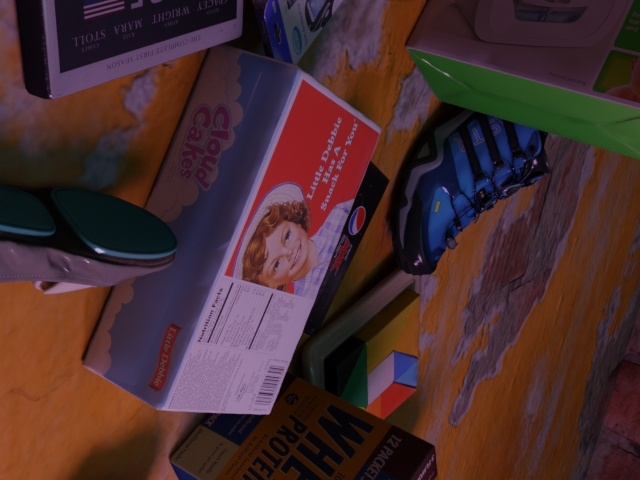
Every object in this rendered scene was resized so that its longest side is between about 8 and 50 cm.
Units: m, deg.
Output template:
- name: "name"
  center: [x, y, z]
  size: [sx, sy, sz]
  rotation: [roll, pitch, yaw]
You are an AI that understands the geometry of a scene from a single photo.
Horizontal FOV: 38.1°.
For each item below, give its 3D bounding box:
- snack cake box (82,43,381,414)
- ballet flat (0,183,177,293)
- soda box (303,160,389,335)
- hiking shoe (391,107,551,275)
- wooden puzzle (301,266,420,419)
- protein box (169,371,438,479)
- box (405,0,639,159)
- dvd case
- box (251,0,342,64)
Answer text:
- name: "snack cake box"
  center: [-0.063, -0.001, 0.730]
  size: [0.152, 0.089, 0.264]
  rotation: [22, 90, -59]
- name: "ballet flat"
  center: [-0.178, 0.002, 0.580]
  size: [0.068, 0.072, 0.213]
  rotation: [-45, 155, 17]
- name: "soda box"
  center: [0.000, 0.000, 0.870]
  size: [0.169, 0.053, 0.060]
  rotation: [-64, 151, -6]
- name: "hiking shoe"
  center: [0.187, -0.088, 1.041]
  size: [0.304, 0.132, 0.113]
  rotation: [-61, 150, -12]
- name: "wooden puzzle"
  center: [0.060, 0.152, 1.085]
  size: [0.239, 0.044, 0.221]
  rotation: [-41, 141, -39]
- name: "protein box"
  center: [-0.005, 0.254, 0.884]
  size: [0.136, 0.201, 0.200]
  rotation: [-49, 146, -31]
- name: "box"
  center: [0.262, -0.232, 0.937]
  size: [0.231, 0.262, 0.127]
  rotation: [-63, 150, -7]
- name: "dvd case"
  center: [-0.111, -0.221, 0.559]
  size: [0.179, 0.030, 0.238]
  rotation: [-32, 135, -45]
- name: "box"
  center: [-0.016, -0.198, 0.718]
  size: [0.136, 0.028, 0.081]
  rotation: [-57, 150, -33]
